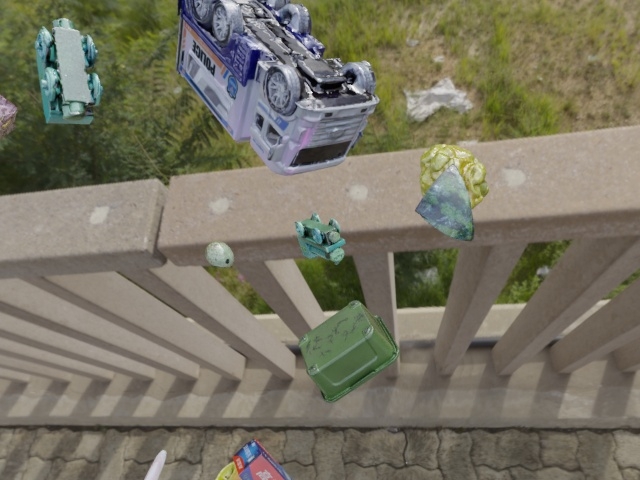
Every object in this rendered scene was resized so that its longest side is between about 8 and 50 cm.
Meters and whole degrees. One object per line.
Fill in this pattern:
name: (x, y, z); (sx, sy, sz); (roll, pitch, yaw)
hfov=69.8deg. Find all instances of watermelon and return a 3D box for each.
watermelon: (0.389, -0.102, 1.320); (0.207, 0.136, 0.202); (48, 38, -7)

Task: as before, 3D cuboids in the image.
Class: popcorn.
popcorn: (0.449, -0.209, 1.571); (0.234, 0.250, 0.242); (-8, 24, 35)

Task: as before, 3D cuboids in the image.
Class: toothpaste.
toothpaste: (-0.063, 0.565, 0.985); (0.066, 0.076, 0.320); (-40, 106, -13)

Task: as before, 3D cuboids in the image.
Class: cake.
cake: (-0.817, -0.289, 1.144); (0.113, 0.295, 0.116); (44, 68, -17)

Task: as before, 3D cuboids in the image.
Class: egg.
egg: (-0.346, 0.051, 1.582); (0.085, 0.110, 0.085); (-27, 34, 20)

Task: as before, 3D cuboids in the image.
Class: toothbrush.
toothbrush: (-0.365, 0.549, 0.883); (0.025, 0.029, 0.307); (22, 84, 24)

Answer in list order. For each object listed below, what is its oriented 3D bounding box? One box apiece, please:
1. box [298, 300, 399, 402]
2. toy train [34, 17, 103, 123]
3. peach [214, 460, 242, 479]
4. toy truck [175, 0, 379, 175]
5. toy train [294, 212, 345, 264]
box: (0.086, 0.389, 1.652); (0.328, 0.178, 0.253); (-38, 32, 5)
toy train: (-0.512, -0.331, 0.926); (0.107, 0.154, 0.198); (-8, 89, -37)
peach: (-0.204, 0.751, 1.314); (0.230, 0.231, 0.231); (-4, 64, 9)
toy truck: (-0.064, -0.187, 0.545); (0.124, 0.155, 0.268); (-18, 58, -35)
toy train: (0.000, 0.000, 1.956); (0.120, 0.194, 0.298); (-26, 23, -22)
